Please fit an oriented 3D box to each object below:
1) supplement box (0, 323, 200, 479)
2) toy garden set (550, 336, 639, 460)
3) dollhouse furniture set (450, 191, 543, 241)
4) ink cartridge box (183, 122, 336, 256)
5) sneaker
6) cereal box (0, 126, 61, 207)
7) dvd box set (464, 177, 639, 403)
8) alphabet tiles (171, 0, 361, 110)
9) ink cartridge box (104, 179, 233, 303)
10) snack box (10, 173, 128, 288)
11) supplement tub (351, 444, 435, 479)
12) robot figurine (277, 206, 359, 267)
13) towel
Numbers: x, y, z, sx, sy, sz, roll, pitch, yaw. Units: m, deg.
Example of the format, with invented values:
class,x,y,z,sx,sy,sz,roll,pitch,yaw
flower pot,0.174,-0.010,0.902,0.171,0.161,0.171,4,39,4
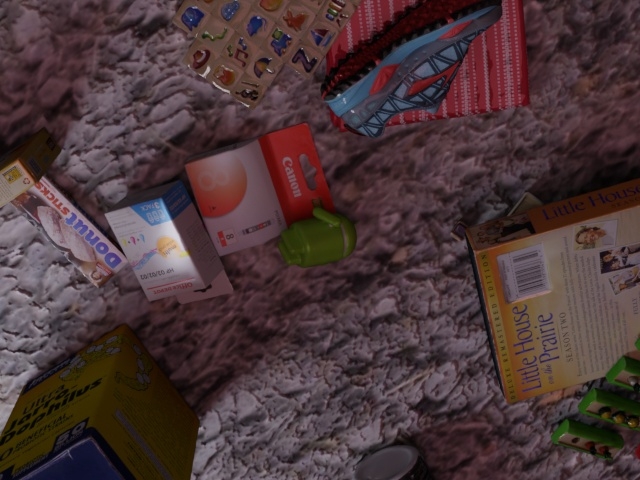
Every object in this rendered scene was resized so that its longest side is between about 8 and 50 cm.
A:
class,x,y,z,sx,sy,sz,roll,pitch,yaw
supplement box,-0.307,0.297,1.699,0.194,0.356,0.195,-31,106,9
toy garden set,0.491,0.248,1.824,0.204,0.049,0.244,20,122,-24
dollhouse furniture set,0.253,-0.021,1.746,0.091,0.081,0.114,34,105,-12
ink cartridge box,-0.083,-0.069,1.745,0.179,0.045,0.145,-16,109,7
sneaker,0.133,-0.232,1.647,0.262,0.104,0.125,-32,122,10
cereal box,-0.468,-0.053,1.674,0.240,0.173,0.047,-31,107,8
dvd box set,0.429,0.054,1.730,0.421,0.062,0.307,-17,128,2
alphabet tiles,-0.076,-0.301,1.665,0.198,0.009,0.237,34,109,-4
ink cartridge box,-0.208,0.018,1.744,0.104,0.061,0.181,-14,111,30
snack box,-0.353,-0.016,1.768,0.064,0.022,0.178,-41,104,10
supplement tub,0.134,0.412,1.874,0.117,0.117,0.190,-23,108,7
robot figurine,0.000,0.000,1.746,0.115,0.067,0.101,-13,144,-23
towel,0.140,-0.259,1.691,0.275,0.031,0.198,-8,107,0
